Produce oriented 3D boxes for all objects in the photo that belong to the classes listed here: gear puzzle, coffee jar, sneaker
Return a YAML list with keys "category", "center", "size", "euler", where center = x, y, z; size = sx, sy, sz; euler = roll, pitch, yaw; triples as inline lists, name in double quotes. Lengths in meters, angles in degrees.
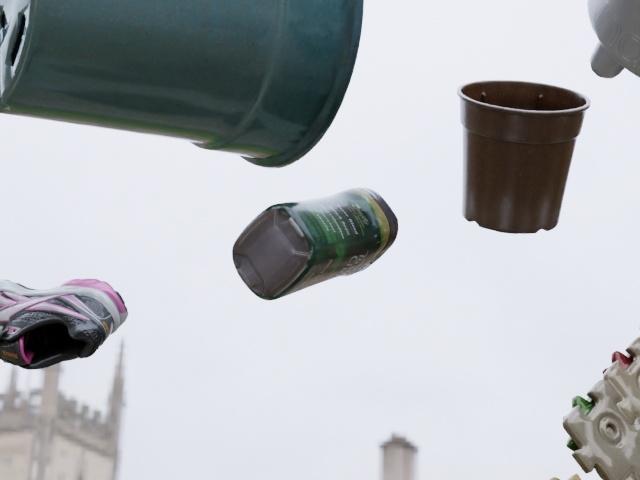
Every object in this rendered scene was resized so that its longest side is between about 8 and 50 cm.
- category: "gear puzzle"
  center: [0.307, 0.205, 1.288]
  size: [0.175, 0.339, 0.044]
  euler: [52, -40, 1]
- category: "coffee jar"
  center: [0.000, 0.000, 1.355]
  size: [0.096, 0.079, 0.184]
  euler: [-44, -15, 31]
- category: "sneaker"
  center: [-0.261, 0.077, 1.157]
  size: [0.178, 0.077, 0.072]
  euler: [-12, -64, 17]

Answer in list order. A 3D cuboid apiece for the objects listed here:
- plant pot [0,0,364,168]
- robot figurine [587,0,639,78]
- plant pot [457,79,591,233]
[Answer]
- category: "plant pot"
  center: [-0.186, -0.253, 1.409]
  size: [0.334, 0.341, 0.341]
  euler: [1, -20, -33]
- category: "robot figurine"
  center: [0.410, -0.292, 1.396]
  size: [0.300, 0.200, 0.353]
  euler: [34, -39, 10]
- category: "plant pot"
  center: [0.247, -0.105, 1.696]
  size: [0.167, 0.165, 0.167]
  euler: [3, 20, -1]
